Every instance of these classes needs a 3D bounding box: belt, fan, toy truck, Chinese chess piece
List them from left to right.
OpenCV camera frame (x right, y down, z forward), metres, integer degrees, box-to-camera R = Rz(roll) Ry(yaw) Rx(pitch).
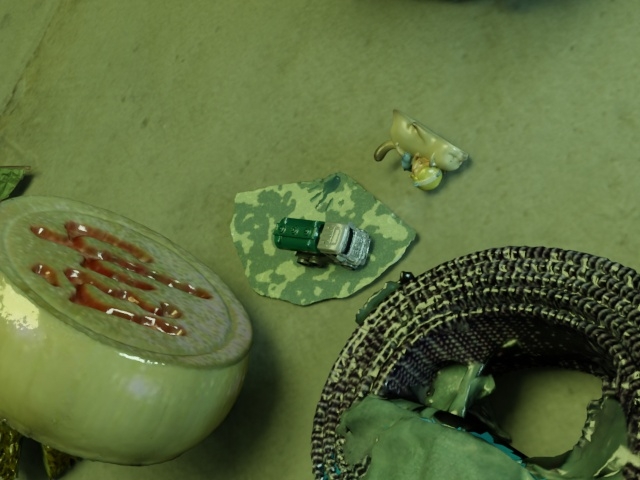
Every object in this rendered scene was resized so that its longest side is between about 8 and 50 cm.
[{"bbox_3d":[-0.190,0.073,1.245,0.112,0.270,0.270,-61,38,20],"label":"Chinese chess piece"},{"bbox_3d":[-0.009,-0.004,1.329,0.240,0.009,0.131,15,74,46],"label":"fan"},{"bbox_3d":[0.000,0.000,1.281,0.083,0.044,0.039,7,73,44],"label":"toy truck"},{"bbox_3d":[0.143,0.135,1.020,0.324,0.122,0.260,14,66,43],"label":"belt"}]

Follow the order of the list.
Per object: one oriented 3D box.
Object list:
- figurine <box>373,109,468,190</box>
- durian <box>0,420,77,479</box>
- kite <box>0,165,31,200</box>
[{"bbox_3d":[0.086,-0.073,1.273,0.083,0.047,0.051,39,106,41],"label":"figurine"},{"bbox_3d":[-0.302,0.106,1.419,0.193,0.138,0.237,-49,41,4],"label":"durian"},{"bbox_3d":[-0.450,-0.003,1.720,0.323,0.013,0.268,-43,41,14],"label":"kite"}]
